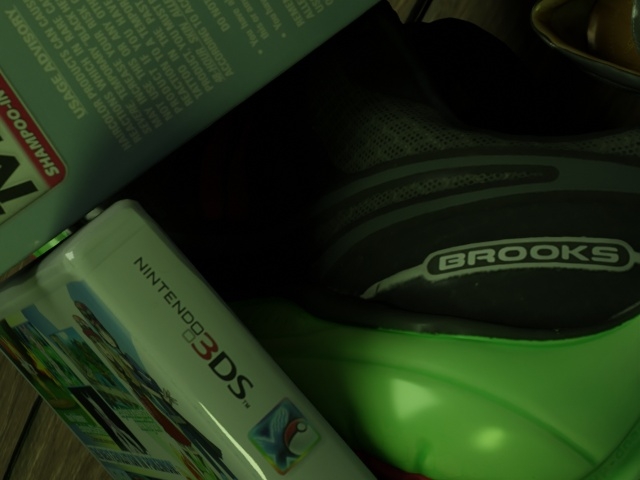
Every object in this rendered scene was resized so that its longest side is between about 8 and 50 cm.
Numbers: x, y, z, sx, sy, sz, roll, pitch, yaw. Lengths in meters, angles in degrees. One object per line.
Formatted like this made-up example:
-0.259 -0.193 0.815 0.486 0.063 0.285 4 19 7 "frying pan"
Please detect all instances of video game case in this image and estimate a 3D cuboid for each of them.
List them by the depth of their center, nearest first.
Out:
-0.024 0.123 0.666 0.036 0.300 0.329 -42 7 -17 "video game case"

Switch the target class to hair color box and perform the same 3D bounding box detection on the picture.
-0.042 -0.138 0.660 0.114 0.374 0.185 58 164 -16 "hair color box"

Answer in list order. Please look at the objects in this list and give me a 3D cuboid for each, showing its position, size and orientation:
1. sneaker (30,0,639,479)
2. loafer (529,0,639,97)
0.011 -0.005 0.732 0.202 0.185 0.482 -53 36 -11 "sneaker"
0.140 -0.075 0.579 0.170 0.061 0.062 -175 92 -67 "loafer"
